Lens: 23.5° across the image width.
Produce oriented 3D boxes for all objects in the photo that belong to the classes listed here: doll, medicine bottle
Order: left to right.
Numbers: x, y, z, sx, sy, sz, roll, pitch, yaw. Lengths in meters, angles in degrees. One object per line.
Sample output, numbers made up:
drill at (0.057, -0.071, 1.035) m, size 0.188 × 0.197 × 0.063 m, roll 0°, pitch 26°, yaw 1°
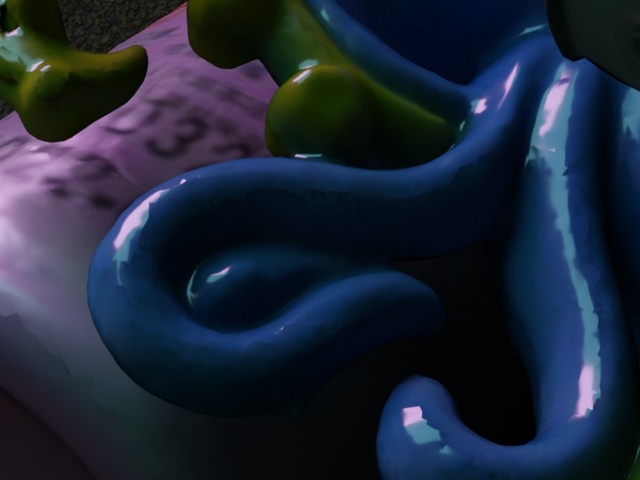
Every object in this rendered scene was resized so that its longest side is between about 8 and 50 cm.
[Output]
medicine bottle at (0.000, 0.000, 0.610) m, size 0.219 × 0.219 × 0.388 m, roll -15°, pitch 20°, yaw 46°
doll at (0.078, -0.052, 0.474) m, size 0.346 × 0.341 × 0.099 m, roll -9°, pitch -34°, yaw -27°

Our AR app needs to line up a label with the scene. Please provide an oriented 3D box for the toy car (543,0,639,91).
toy car at (0.190, -0.086, 0.401) m, size 0.306 × 0.125 × 0.136 m, roll -7°, pitch -50°, yaw -44°
